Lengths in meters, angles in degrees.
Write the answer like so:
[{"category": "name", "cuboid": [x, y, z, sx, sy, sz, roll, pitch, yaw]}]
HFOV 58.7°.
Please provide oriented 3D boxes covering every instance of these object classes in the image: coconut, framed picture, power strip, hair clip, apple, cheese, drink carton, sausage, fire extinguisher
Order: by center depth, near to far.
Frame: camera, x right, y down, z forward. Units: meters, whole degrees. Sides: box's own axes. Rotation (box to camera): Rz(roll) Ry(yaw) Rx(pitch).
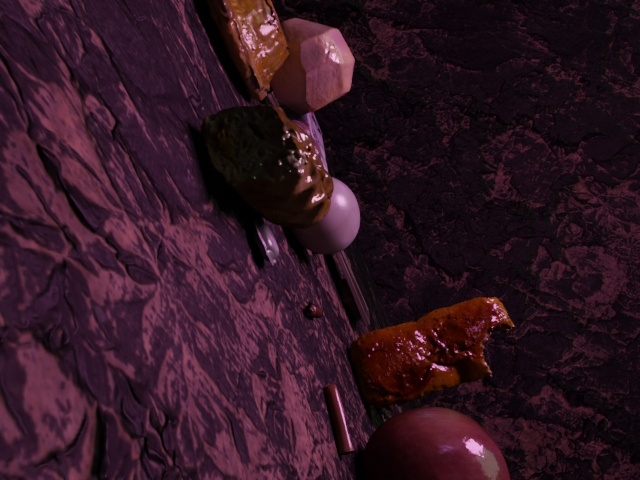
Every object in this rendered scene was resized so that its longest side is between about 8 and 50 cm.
[{"category": "cheese", "cuboid": [-0.087, -0.008, 0.865, 0.067, 0.026, 0.120, 62, 2, -40]}, {"category": "sausage", "cuboid": [0.029, 0.285, 0.913, 0.026, 0.026, 0.116, 59, 11, -54]}, {"category": "apple", "cuboid": [0.205, 0.425, 0.984, 0.306, 0.235, 0.305, -19, 90, -83]}, {"category": "fire extinguisher", "cuboid": [-0.013, 0.127, 1.042, 0.083, 0.023, 0.028, 43, 64, -73]}, {"category": "coconut", "cuboid": [-0.029, -0.444, 1.422, 0.197, 0.237, 0.236, -39, 115, -36]}, {"category": "hair clip", "cuboid": [0.166, 0.403, 1.507, 0.172, 0.049, 0.116, -78, 151, -81]}, {"category": "drink carton", "cuboid": [-0.055, -0.274, 1.533, 0.314, 0.107, 0.130, -98, 165, -58]}, {"category": "framed picture", "cuboid": [0.087, 0.105, 1.619, 0.189, 0.023, 0.259, -63, 131, -84]}, {"category": "power strip", "cuboid": [0.083, 0.168, 1.622, 0.169, 0.028, 0.076, 61, 11, -56]}]

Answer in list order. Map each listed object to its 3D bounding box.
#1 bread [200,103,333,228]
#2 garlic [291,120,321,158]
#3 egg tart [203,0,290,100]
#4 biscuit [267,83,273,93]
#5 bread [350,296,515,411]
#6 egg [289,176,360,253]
[{"category": "bread", "cuboid": [-0.064, -0.098, 0.848, 0.152, 0.130, 0.267, 38, -3, 18]}, {"category": "garlic", "cuboid": [-0.051, -0.197, 1.312, 0.147, 0.102, 0.159, -32, 112, -64]}, {"category": "egg tart", "cuboid": [-0.157, -0.471, 1.234, 0.341, 0.132, 0.341, -22, 90, -84]}, {"category": "biscuit", "cuboid": [-0.141, -0.445, 1.571, 0.061, 0.055, 0.219, 49, 15, -21]}, {"category": "bread", "cuboid": [0.264, 0.260, 1.312, 0.109, 0.381, 0.185, 68, 3, -68]}, {"category": "egg", "cuboid": [0.008, -0.048, 1.187, 0.209, 0.151, 0.151, 59, 12, -63]}]
